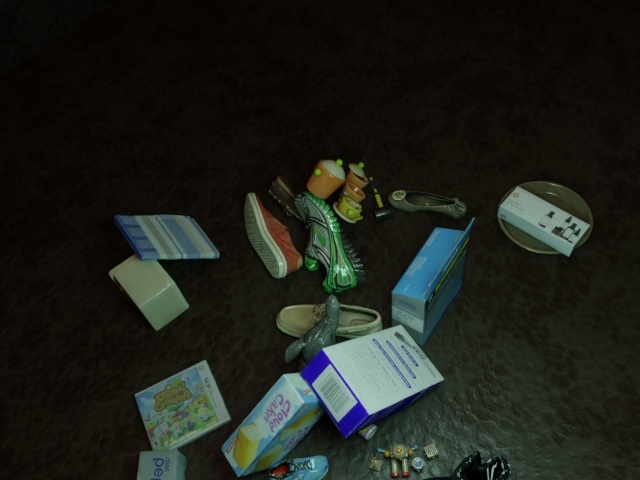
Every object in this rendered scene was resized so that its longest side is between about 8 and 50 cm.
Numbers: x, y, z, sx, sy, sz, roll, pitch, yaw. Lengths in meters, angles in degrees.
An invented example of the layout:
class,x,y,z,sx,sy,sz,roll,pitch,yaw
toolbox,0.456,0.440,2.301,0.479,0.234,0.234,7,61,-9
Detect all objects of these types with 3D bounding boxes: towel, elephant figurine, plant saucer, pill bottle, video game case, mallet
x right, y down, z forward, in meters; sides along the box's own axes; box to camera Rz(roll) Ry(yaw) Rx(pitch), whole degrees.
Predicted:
class,x,y,z,sx,sy,sz,roll,pitch,yaw
towel,-0.466,-0.008,1.854,0.285,0.034,0.209,-1,40,-49
elephant figurine,-0.011,0.286,1.569,0.170,0.239,0.185,-12,55,-2
plant saucer,0.680,-0.065,1.853,0.278,0.041,0.277,-4,54,5
pill bottle,0.100,0.466,1.549,0.083,0.043,0.043,34,66,27
video game case,-0.372,0.449,1.632,0.213,0.023,0.193,-25,56,-11
mallet,0.195,-0.142,1.972,0.063,0.039,0.189,-8,51,3

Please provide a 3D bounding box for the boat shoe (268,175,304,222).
class,x,y,z,sx,sy,sz,roll,pitch,yaw
boat shoe,-0.090,-0.116,1.970,0.073,0.073,0.207,-48,66,18

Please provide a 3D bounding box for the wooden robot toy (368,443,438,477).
class,x,y,z,sx,sy,sz,roll,pitch,yaw
wooden robot toy,0.201,0.527,1.473,0.174,0.079,0.076,-6,55,3

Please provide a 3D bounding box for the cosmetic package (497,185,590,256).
class,x,y,z,sx,sy,sz,roll,pitch,yaw
cosmetic package,0.655,-0.060,1.791,0.239,0.060,0.099,34,65,26

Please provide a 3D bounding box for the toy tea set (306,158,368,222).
class,x,y,z,sx,sy,sz,roll,pitch,yaw
toy tea set,0.077,-0.193,1.857,0.200,0.124,0.336,36,24,-8

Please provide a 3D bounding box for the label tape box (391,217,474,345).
class,x,y,z,sx,sy,sz,roll,pitch,yaw
label tape box,0.290,0.097,1.606,0.106,0.333,0.240,27,62,23

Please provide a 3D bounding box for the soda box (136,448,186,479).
class,x,y,z,sx,sy,sz,roll,pitch,yaw
soda box,-0.388,0.654,1.449,0.098,0.091,0.286,-6,55,4

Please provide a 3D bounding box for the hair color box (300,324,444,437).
class,x,y,z,sx,sy,sz,roll,pitch,yaw
hair color box,0.133,0.330,1.475,0.339,0.110,0.185,-6,50,-49

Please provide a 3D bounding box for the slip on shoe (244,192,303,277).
class,x,y,z,sx,sy,sz,roll,pitch,yaw
slip on shoe,-0.155,-0.021,1.891,0.101,0.123,0.331,-11,51,-29

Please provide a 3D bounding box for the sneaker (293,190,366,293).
class,x,y,z,sx,sy,sz,roll,pitch,yaw
sneaker,0.000,0.000,1.812,0.146,0.134,0.343,-26,67,-6

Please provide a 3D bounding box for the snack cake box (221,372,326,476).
class,x,y,z,sx,sy,sz,roll,pitch,yaw
snack cake box,-0.096,0.435,1.455,0.264,0.152,0.089,-52,58,17

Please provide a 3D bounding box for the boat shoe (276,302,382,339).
class,x,y,z,sx,sy,sz,roll,pitch,yaw
boat shoe,0.021,0.217,1.700,0.303,0.098,0.109,5,56,11

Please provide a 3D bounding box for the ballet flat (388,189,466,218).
class,x,y,z,sx,sy,sz,roll,pitch,yaw
ballet flat,0.338,-0.124,1.924,0.250,0.058,0.084,14,57,16

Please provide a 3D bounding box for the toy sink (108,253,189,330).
class,x,y,z,sx,sy,sz,roll,pitch,yaw
toy sink,-0.522,0.127,1.798,0.131,0.152,0.234,-37,60,-17

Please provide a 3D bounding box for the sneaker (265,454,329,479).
class,x,y,z,sx,sy,sz,roll,pitch,yaw
sneaker,-0.057,0.563,1.483,0.162,0.073,0.063,-16,55,-4

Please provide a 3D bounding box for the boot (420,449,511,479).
class,x,y,z,sx,sy,sz,roll,pitch,yaw
boot,0.295,0.552,1.366,0.247,0.207,0.094,-13,55,-1
